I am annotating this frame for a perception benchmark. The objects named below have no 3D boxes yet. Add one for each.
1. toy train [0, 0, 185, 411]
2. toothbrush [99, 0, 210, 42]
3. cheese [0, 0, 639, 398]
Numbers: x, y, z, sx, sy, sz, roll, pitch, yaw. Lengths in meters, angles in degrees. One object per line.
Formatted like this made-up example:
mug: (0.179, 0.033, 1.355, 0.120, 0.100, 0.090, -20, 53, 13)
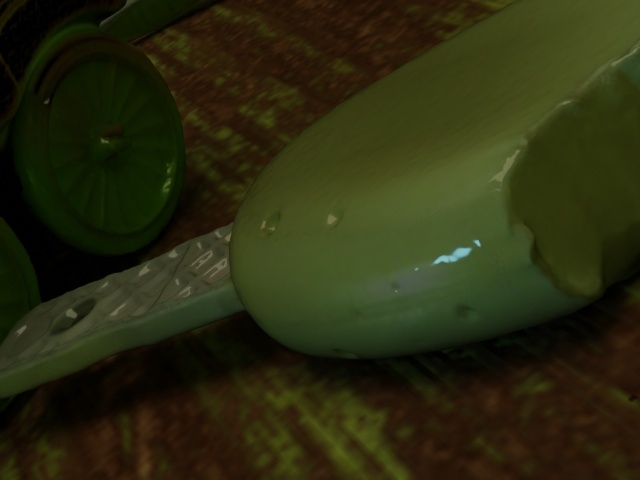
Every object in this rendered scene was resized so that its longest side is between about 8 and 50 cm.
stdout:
toy train: (-0.159, -0.003, 0.590, 0.100, 0.161, 0.296, -8, 33, 37)
toothbrush: (-0.091, -0.110, 0.903, 0.263, 0.022, 0.026, -27, 37, 16)
cheese: (0.000, 0.000, 0.502, 0.255, 0.050, 0.127, -23, 25, 30)
